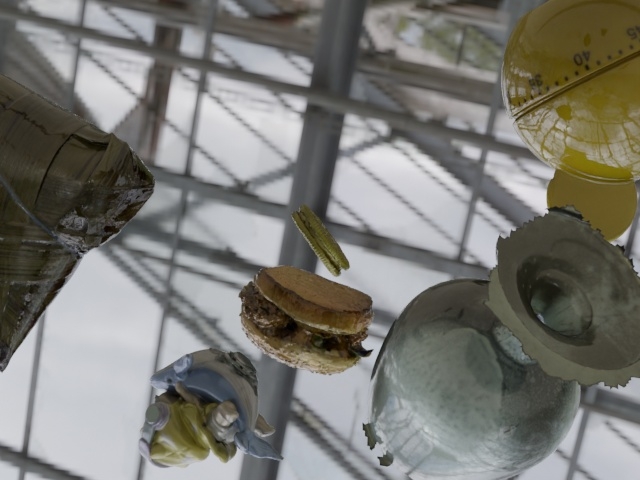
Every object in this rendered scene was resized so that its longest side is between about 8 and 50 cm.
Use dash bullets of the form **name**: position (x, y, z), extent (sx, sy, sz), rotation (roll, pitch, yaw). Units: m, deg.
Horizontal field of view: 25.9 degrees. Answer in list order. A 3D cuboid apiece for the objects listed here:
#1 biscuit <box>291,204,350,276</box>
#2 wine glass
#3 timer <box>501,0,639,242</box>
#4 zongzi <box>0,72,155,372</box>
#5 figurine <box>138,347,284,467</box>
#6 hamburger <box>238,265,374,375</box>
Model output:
- **biscuit**: position (0.000, 0.000, 1.435), extent (0.084, 0.023, 0.084), rotation (54, -176, -5)
- **wine glass**: position (0.188, 0.130, 1.480), extent (0.238, 0.323, 0.238), rotation (13, -129, -17)
- **timer**: position (0.468, -0.216, 2.173), extent (0.376, 0.387, 0.376), rotation (-26, 180, 0)
- **zongzi**: position (-0.384, -0.031, 1.622), extent (0.286, 0.300, 0.138), rotation (28, 176, 18)
- **figurine**: position (-0.146, 0.225, 1.777), extent (0.208, 0.184, 0.128), rotation (35, -177, 35)
- **hamburger**: position (-0.027, 0.109, 1.910), extent (0.182, 0.118, 0.191), rotation (26, -172, 40)
